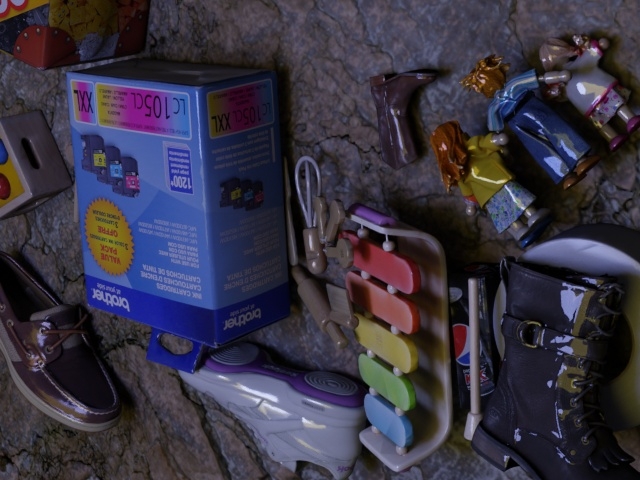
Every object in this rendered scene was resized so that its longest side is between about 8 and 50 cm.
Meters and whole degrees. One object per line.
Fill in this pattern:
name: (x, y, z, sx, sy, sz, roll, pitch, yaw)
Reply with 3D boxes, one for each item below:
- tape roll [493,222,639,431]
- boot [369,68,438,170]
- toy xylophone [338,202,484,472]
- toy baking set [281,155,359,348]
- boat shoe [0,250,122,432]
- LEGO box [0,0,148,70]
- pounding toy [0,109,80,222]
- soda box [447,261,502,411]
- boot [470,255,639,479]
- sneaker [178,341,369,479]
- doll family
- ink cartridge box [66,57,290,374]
tape roll: (0.301, 0.094, 1.317, 0.219, 0.072, 0.219, 13, 111, 35)
boot: (0.105, -0.140, 1.416, 0.106, 0.037, 0.114, 0, 102, 51)
toy xylophone: (0.104, 0.114, 1.419, 0.236, 0.081, 0.322, -169, 70, -68)
toy baking set: (0.000, 0.007, 1.507, 0.256, 0.030, 0.196, -127, 36, -51)
boat shoe: (-0.419, 0.148, 1.867, 0.342, 0.123, 0.123, 46, 128, 25)
LEGO box: (-0.454, -0.493, 1.636, 0.500, 0.193, 0.372, 27, 119, 29)
pounding toy: (-0.430, -0.098, 1.809, 0.206, 0.094, 0.181, -25, 88, 41)
soda box: (0.192, 0.113, 1.414, 0.053, 0.060, 0.169, 4, 106, 41)
boot: (0.268, 0.147, 1.236, 0.263, 0.091, 0.229, 22, 105, 37)
sneaker: (-0.075, 0.230, 1.624, 0.305, 0.114, 0.152, 17, 113, 33)
doll family: (0.208, -0.109, 1.292, 0.163, 0.118, 0.263, 49, 128, 15)
ink cartridge box: (-0.184, -0.029, 1.595, 0.270, 0.151, 0.395, 12, 113, 41)
